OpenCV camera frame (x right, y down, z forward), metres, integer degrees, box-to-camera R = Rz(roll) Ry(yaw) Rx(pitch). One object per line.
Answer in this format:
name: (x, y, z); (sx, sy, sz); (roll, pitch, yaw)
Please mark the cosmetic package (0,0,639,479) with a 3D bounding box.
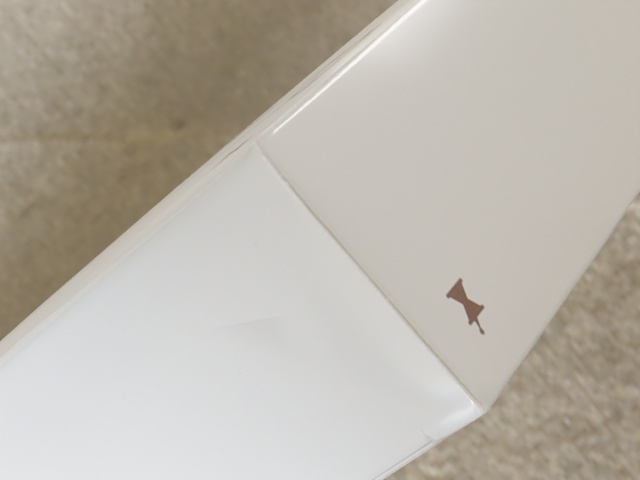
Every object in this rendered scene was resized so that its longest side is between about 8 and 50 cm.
cosmetic package: (0.000, 0.000, 0.681); (0.284, 0.097, 0.377); (-36, 6, 35)
